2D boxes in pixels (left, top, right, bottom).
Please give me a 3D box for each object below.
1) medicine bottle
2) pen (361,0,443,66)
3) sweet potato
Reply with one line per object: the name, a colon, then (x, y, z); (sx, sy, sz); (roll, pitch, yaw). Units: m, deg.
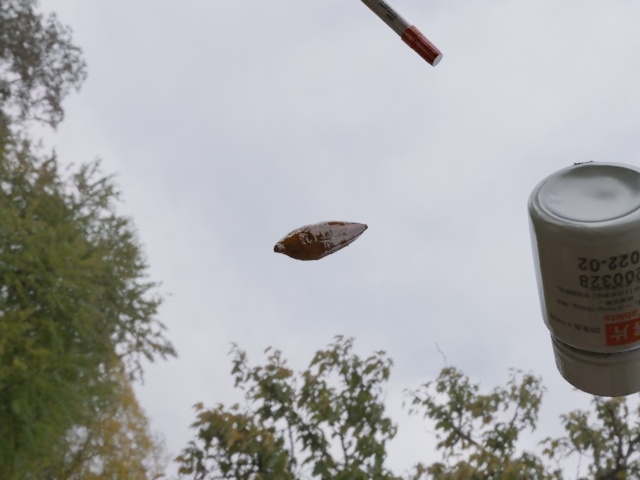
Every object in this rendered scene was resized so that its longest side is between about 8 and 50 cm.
medicine bottle: (0.317, 0.049, 0.757); (0.144, 0.144, 0.252); (9, -49, 33)
pen: (0.090, -0.344, 0.990); (0.239, 0.028, 0.028); (46, -45, 11)
sweet potato: (0.000, 0.000, 0.591); (0.034, 0.095, 0.034); (37, -47, 55)
